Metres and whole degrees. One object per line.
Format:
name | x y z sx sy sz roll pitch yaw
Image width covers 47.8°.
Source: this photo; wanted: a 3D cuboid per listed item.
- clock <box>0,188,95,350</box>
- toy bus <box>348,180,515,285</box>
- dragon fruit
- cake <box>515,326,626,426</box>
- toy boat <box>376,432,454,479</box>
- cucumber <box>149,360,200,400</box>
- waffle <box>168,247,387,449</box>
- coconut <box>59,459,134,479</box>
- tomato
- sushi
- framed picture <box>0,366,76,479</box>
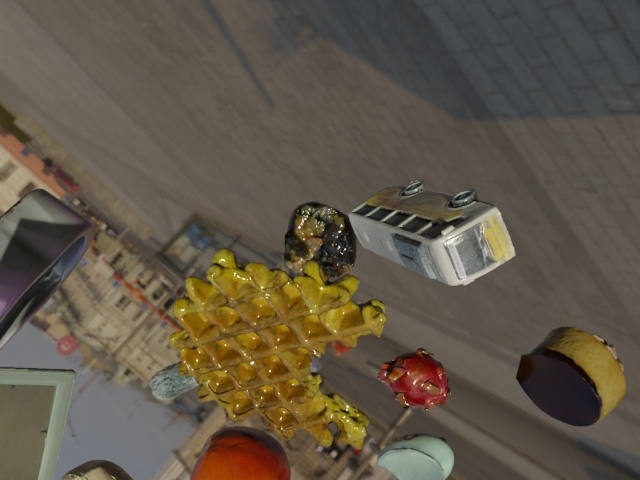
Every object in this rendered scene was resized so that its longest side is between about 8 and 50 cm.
clock | -0.506 0.071 1.171 0.102 0.339 0.338 38 170 -7
toy bus | 0.168 -0.021 1.180 0.097 0.138 0.342 65 166 -19
dragon fruit | 0.213 0.307 1.616 0.165 0.133 0.136 19 -169 0
cake | 0.528 0.254 1.471 0.208 0.178 0.185 46 149 3
toy boat | 0.219 0.489 1.623 0.134 0.079 0.208 45 139 0
cucumber | -0.270 0.262 1.379 0.064 0.112 0.064 42 -148 -34
waffle | -0.053 0.129 0.857 0.259 0.069 0.293 14 130 6
coconut | -0.559 0.688 1.831 0.230 0.227 0.227 35 168 25
tomato | -0.153 0.486 1.414 0.179 0.260 0.260 2 158 11
sushi | -0.003 0.006 1.922 0.213 0.200 0.204 21 -179 22
framed picture | -0.342 0.221 0.621 0.217 0.274 0.017 10 -161 -28
